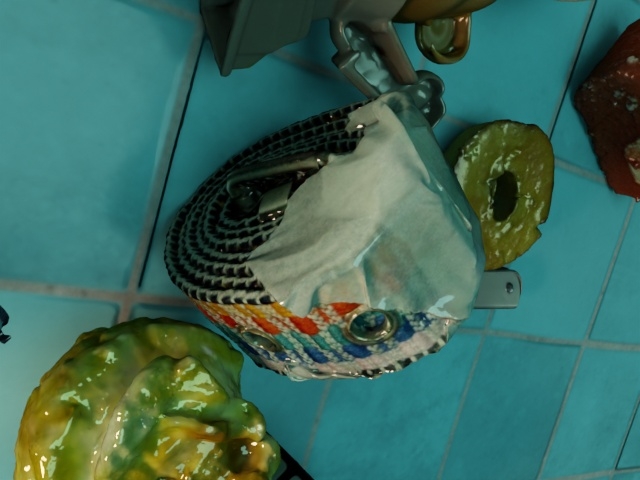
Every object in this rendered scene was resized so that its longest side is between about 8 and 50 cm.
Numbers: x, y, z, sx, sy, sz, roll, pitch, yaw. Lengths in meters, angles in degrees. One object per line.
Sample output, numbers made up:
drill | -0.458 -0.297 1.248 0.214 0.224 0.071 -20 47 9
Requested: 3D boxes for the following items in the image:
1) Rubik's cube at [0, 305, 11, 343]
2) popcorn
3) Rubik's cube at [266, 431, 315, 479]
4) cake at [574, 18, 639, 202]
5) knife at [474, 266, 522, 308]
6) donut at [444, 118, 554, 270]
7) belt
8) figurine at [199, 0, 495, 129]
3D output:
Rubik's cube | -0.333 0.015 0.256 0.221 0.231 0.224 -48 148 -13
popcorn | -0.139 0.175 0.499 0.204 0.184 0.221 -26 104 -21
Rubik's cube | -0.054 0.309 0.610 0.162 0.163 0.160 -43 124 -17
cake | 0.472 -0.163 0.807 0.151 0.177 0.283 -48 126 -12
knife | 0.156 0.049 0.745 0.266 0.041 0.073 9 92 -35
donut | 0.200 -0.057 0.729 0.162 0.065 0.178 8 101 -30
belt | 0.000 0.000 0.492 0.150 0.258 0.207 51 48 -34
figurine | 0.049 -0.253 0.501 0.285 0.167 0.342 -12 133 -23
